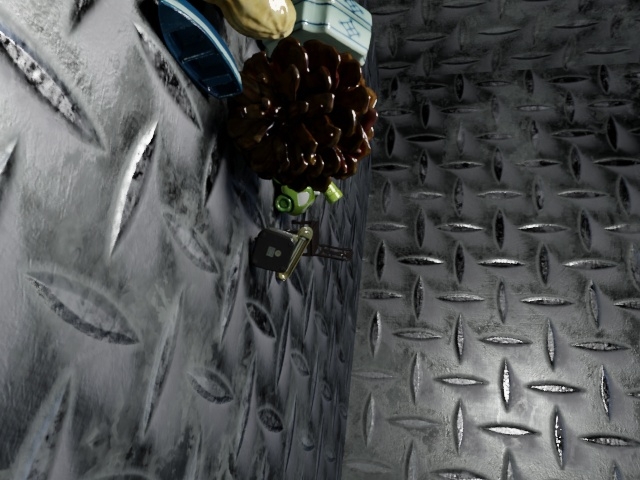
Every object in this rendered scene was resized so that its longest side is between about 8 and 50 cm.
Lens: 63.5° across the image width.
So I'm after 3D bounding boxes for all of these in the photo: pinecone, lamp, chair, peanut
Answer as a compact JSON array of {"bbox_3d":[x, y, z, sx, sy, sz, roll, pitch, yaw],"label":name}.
[{"bbox_3d":[-0.053,-0.329,1.318,0.398,0.398,0.397,1,90,-76],"label":"pinecone"},{"bbox_3d":[-0.134,0.050,1.596,0.283,0.124,0.203,-35,145,-77],"label":"lamp"},{"bbox_3d":[0.000,0.000,1.828,0.106,0.229,0.113,-63,153,-62],"label":"chair"},{"bbox_3d":[-0.181,-0.547,1.127,0.305,0.147,0.147,30,58,-43],"label":"peanut"}]

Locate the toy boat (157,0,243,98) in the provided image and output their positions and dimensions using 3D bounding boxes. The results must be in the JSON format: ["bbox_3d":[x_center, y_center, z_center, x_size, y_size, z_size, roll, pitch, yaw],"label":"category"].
[{"bbox_3d":[-0.252,-0.404,1.074,0.299,0.096,0.061,49,35,-65],"label":"toy boat"}]

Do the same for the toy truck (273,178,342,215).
[{"bbox_3d":[-0.051,-0.189,1.700,0.148,0.211,0.187,-43,114,-71],"label":"toy truck"}]

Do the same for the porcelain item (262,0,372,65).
[{"bbox_3d":[-0.009,-0.621,1.545,0.286,0.281,0.157,14,79,-42],"label":"porcelain item"}]
